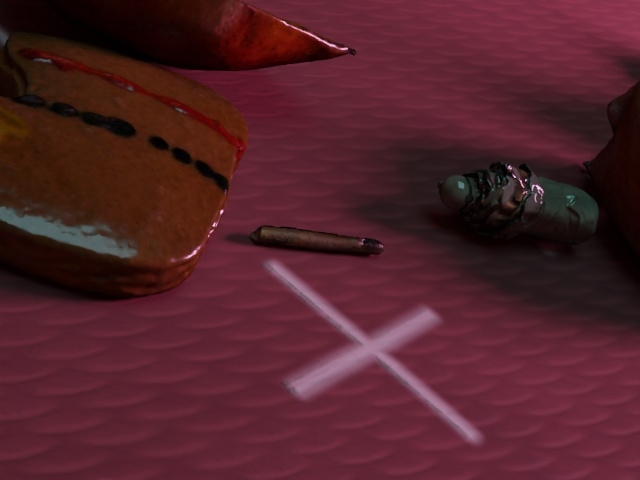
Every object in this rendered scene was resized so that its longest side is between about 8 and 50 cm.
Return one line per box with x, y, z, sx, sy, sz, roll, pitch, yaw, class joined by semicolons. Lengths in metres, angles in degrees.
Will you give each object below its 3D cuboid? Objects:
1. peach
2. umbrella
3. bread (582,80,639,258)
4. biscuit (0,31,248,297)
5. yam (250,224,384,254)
-0.110;-0.168;1.264;0.279;0.068;0.189;20;7;-9;peach
0.155;-0.029;1.290;0.143;0.062;0.067;9;1;-28;umbrella
0.324;-0.032;1.366;0.190;0.123;0.244;-11;46;-44;bread
-0.182;-0.077;1.106;0.262;0.052;0.277;26;31;-3;biscuit
0.000;0.000;1.170;0.107;0.014;0.014;7;37;-30;yam
